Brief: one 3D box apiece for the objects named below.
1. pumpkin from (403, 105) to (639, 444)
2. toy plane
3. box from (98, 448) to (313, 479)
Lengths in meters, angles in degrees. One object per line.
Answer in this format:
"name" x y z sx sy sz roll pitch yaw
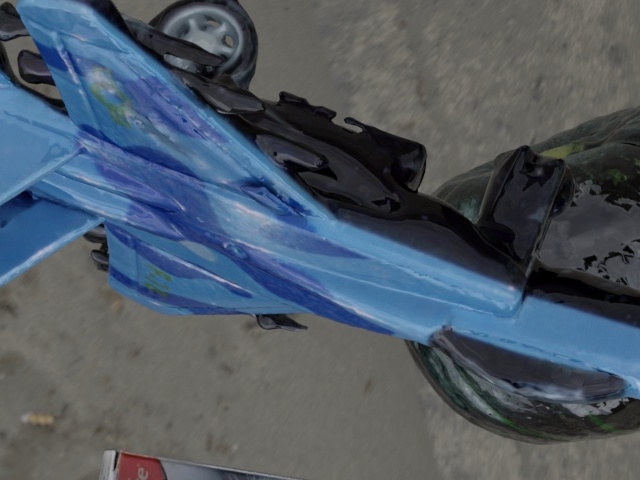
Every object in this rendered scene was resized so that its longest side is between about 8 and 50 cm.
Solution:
"pumpkin" 0.214 0.032 1.257 0.315 0.315 0.238 -23 90 16
"toy plane" 0.002 -0.007 0.443 0.246 0.169 0.078 10 65 7
"box" -0.007 0.147 0.874 0.218 0.039 0.055 11 79 -19
